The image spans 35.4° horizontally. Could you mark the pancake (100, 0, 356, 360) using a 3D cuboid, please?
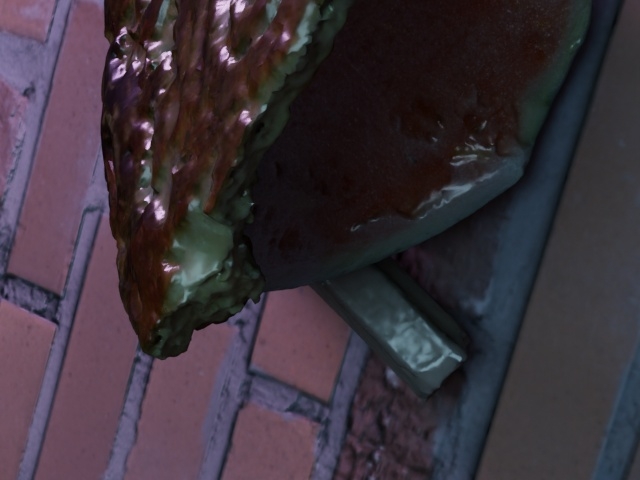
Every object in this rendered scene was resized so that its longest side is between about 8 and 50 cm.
[{"bbox_3d":[-0.047,-0.169,0.531,0.305,0.066,0.427,-47,41,44],"label":"pancake"}]

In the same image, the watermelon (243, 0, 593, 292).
[{"bbox_3d":[0.023,-0.119,0.571,0.224,0.180,0.305,26,111,20],"label":"watermelon"}]

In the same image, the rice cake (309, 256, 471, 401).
[{"bbox_3d":[0.000,0.000,0.649,0.052,0.057,0.256,-43,67,-7],"label":"rice cake"}]
